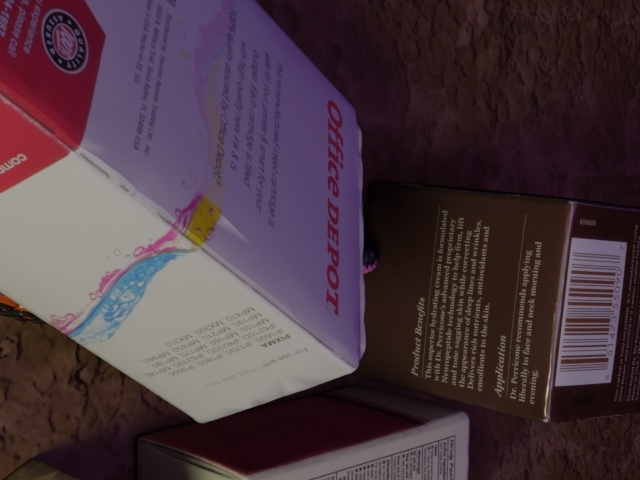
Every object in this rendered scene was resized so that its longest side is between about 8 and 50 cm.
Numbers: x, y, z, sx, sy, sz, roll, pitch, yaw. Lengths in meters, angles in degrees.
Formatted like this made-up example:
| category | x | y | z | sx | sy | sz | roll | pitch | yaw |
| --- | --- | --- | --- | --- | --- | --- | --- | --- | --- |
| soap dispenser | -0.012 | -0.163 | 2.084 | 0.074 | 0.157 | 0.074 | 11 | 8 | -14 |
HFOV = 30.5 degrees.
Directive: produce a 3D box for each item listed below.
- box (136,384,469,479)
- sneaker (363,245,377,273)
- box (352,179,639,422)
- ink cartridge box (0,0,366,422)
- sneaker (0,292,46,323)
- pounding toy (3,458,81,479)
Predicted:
| category | x | y | z | sx | sy | sz | roll | pitch | yaw |
| --- | --- | --- | --- | --- | --- | --- | --- | --- | --- |
| box | -0.009 | 0.206 | 0.878 | 0.232 | 0.127 | 0.148 | -6 | 100 | -44 |
| sneaker | 0.000 | 0.000 | 0.919 | 0.119 | 0.047 | 0.057 | 4 | 82 | -46 |
| box | 0.159 | 0.045 | 0.965 | 0.167 | 0.203 | 0.168 | 3 | 94 | -45 |
| ink cartridge box | -0.109 | -0.064 | 0.679 | 0.306 | 0.131 | 0.226 | 44 | 35 | -40 |
| sneaker | -0.211 | -0.013 | 0.692 | 0.221 | 0.083 | 0.087 | 27 | 64 | -49 |
| pounding toy | -0.121 | 0.258 | 0.738 | 0.094 | 0.181 | 0.206 | -38 | 121 | -35 |
